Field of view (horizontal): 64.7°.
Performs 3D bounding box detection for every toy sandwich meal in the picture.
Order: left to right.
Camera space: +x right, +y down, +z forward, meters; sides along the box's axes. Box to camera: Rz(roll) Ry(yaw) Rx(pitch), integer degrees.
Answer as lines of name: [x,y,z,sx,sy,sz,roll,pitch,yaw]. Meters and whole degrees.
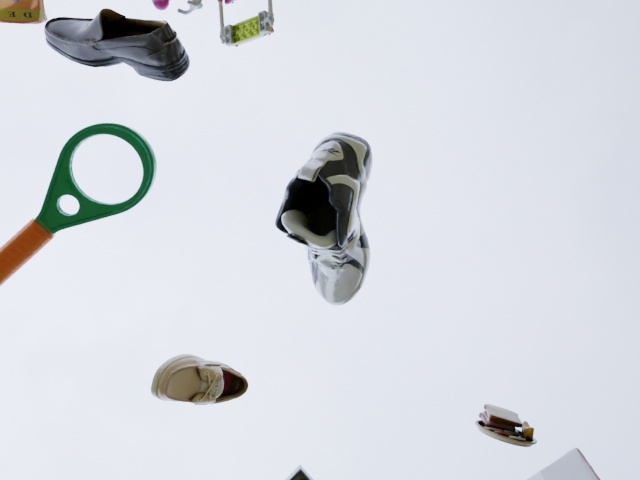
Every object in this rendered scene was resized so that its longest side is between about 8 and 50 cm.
toy sandwich meal: [0.240,0.239,0.653,0.085,0.085,0.029,16,-95,-32]

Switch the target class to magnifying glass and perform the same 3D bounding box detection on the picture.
magnifying glass: [-0.271,-0.032,0.532,0.231,0.026,0.092,-41,-73,2]

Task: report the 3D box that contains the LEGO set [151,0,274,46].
LEGO set: [-0.086,-0.291,0.540,0.132,0.287,0.107,-5,-87,-31]

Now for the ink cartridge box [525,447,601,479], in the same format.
ink cartridge box: [0.072,0.266,0.202,0.261,0.296,0.066,-35,-77,11]

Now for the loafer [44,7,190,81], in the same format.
loafer: [-0.228,-0.227,0.554,0.169,0.061,0.062,11,-122,7]

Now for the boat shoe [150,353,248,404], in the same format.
boat shoe: [-0.155,0.192,0.685,0.170,0.059,0.063,25,-102,-64]

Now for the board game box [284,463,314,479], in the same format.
board game box: [-0.054,0.418,0.680,0.186,0.026,0.126,-43,-95,-9]

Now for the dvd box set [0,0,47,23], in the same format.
dvd box set: [-0.317,-0.282,0.232,0.307,0.420,0.062,-8,-108,-25]

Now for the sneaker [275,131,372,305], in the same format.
sneaker: [0.000,0.000,0.603,0.153,0.094,0.235,-42,-34,-54]
